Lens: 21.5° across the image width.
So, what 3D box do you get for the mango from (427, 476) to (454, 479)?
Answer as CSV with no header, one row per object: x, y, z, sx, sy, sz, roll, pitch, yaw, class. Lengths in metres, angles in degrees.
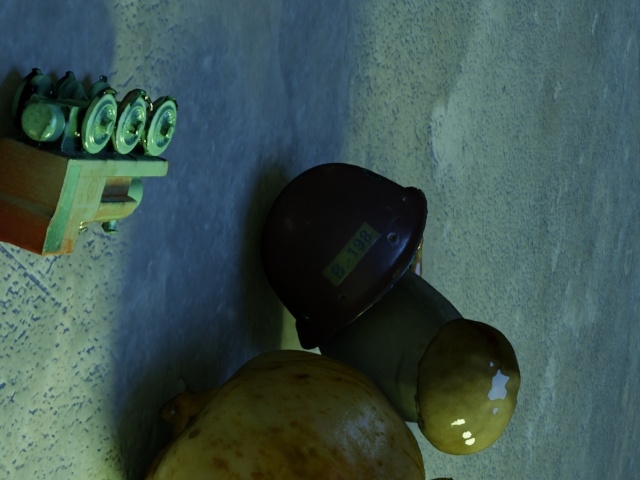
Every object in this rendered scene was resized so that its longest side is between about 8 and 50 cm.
0.093,0.419,1.761,0.187,0.144,0.359,16,99,-31,mango

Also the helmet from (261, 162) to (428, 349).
0.000,0.000,1.484,0.175,0.106,0.155,-52,-160,12,helmet

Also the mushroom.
0.076,0.095,1.488,0.350,0.128,0.128,-152,-114,-70,mushroom

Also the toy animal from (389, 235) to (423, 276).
0.075,0.085,1.759,0.224,0.066,0.230,-42,142,-53,toy animal

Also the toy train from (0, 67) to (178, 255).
-0.158,-0.051,1.129,0.176,0.074,0.118,-4,111,-73,toy train

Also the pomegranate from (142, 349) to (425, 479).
-0.032,0.200,1.334,0.248,0.248,0.248,8,90,-68,pomegranate
